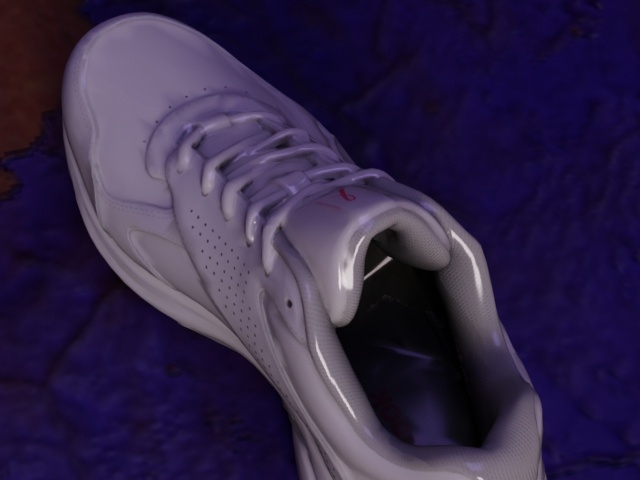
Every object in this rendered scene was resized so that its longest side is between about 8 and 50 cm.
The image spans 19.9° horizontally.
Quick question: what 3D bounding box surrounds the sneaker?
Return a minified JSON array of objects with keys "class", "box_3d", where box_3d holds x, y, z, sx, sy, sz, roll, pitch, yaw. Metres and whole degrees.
[{"class":"sneaker","box_3d":[0.000,0.000,0.568,0.090,0.115,0.232,-33,70,-22]}]
